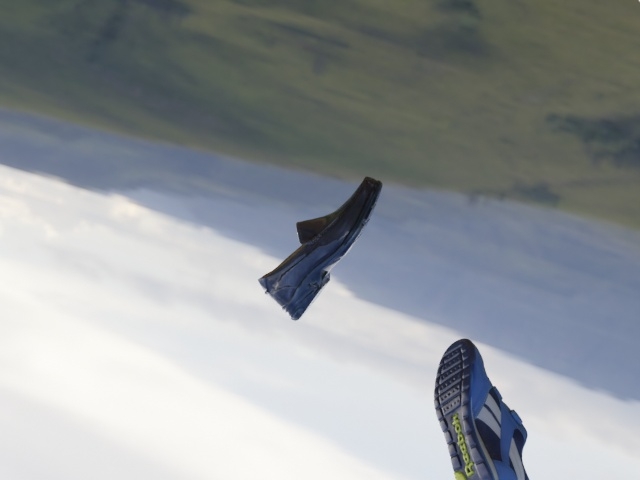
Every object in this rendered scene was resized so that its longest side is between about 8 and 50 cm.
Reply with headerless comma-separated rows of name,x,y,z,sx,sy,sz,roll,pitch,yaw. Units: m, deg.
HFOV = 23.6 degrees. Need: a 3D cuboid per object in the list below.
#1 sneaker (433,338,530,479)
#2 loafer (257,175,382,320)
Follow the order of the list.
sneaker,0.136,0.152,1.277,0.059,0.144,0.053,3,156,-32
loafer,0.000,0.000,1.555,0.061,0.170,0.062,36,-170,4
